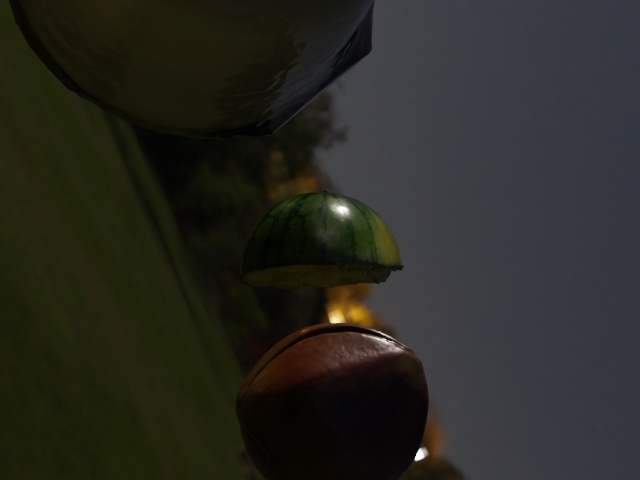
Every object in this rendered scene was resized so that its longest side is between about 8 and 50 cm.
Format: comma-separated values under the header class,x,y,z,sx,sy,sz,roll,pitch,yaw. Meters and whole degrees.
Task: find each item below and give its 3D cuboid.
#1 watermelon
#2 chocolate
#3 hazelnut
class,x,y,z,sx,sy,sz,roll,pitch,yaw
watermelon,0.000,0.000,1.074,0.105,0.106,0.062,104,-15,-82
chocolate,-0.071,-0.268,1.349,0.314,0.326,0.297,51,-30,-1
hazelnut,0.019,0.174,1.745,0.208,0.208,0.208,158,-90,-85
